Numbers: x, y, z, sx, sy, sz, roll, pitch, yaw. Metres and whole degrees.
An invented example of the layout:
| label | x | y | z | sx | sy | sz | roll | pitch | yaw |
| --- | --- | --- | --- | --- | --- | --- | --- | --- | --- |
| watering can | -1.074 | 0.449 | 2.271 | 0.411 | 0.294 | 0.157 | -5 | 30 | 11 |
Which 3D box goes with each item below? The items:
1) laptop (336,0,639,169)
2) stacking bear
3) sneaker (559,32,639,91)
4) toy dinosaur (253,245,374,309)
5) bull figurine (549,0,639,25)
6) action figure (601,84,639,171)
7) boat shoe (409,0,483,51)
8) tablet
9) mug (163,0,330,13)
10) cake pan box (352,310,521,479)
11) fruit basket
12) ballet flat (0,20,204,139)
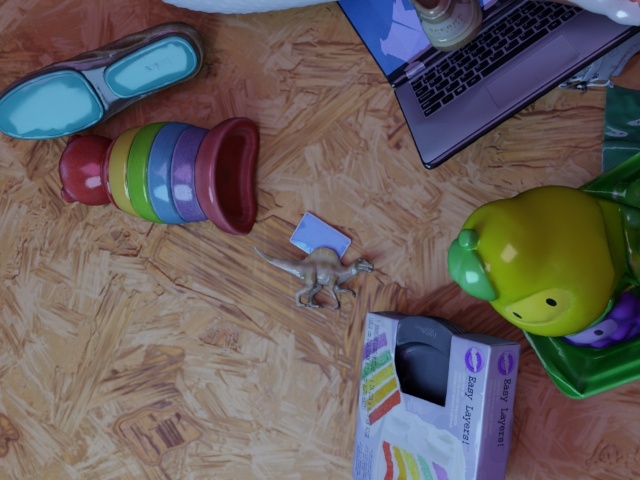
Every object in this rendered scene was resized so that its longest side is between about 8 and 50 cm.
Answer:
| label | x | y | z | sx | sy | sz | roll | pitch | yaw |
| --- | --- | --- | --- | --- | --- | --- | --- | --- | --- |
| laptop | 0.205 | -0.364 | 1.322 | 0.382 | 0.408 | 0.236 | -34 | 118 | 14 |
| stacking bear | -0.257 | -0.102 | 1.496 | 0.288 | 0.164 | 0.176 | 3 | 91 | 20 |
| sneaker | 0.351 | -0.239 | 1.352 | 0.281 | 0.105 | 0.115 | -31 | 108 | 24 |
| toy dinosaur | -0.010 | 0.055 | 1.494 | 0.183 | 0.053 | 0.093 | 5 | 85 | 10 |
| bull figurine | 0.328 | -0.337 | 1.169 | 0.310 | 0.101 | 0.188 | 22 | 78 | 33 |
| action figure | 0.499 | -0.146 | 1.329 | 0.232 | 0.063 | 0.137 | 2 | 71 | 20 |
| boat shoe | 0.136 | -0.380 | 1.303 | 0.104 | 0.089 | 0.285 | -29 | 57 | 18 |
| tablet | 0.000 | 0.000 | 1.506 | 0.083 | 0.006 | 0.054 | 33 | 100 | 10 |
| mug | -0.143 | -0.482 | 1.340 | 0.328 | 0.374 | 0.276 | 0 | 51 | 32 |
| cake pan box | 0.155 | 0.237 | 1.382 | 0.245 | 0.070 | 0.267 | 13 | 99 | 48 |
| fruit basket | 0.333 | 0.042 | 1.190 | 0.392 | 0.392 | 0.283 | -32 | 85 | 14 |
| ballet flat | -0.334 | -0.253 | 1.521 | 0.342 | 0.124 | 0.116 | -22 | 120 | 10 |
